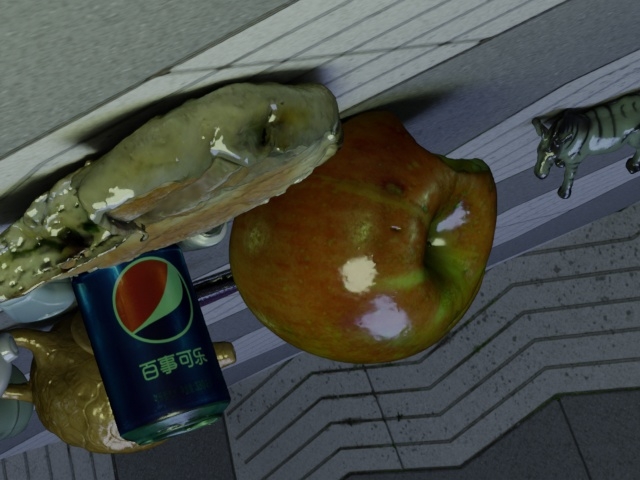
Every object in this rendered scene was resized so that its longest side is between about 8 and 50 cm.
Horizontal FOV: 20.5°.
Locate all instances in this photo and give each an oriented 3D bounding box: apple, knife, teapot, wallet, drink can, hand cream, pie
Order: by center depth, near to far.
[{"bbox_3d":[-0.128,-0.039,1.409,0.337,0.075,0.337,-26,176,-2],"label":"pie"},{"bbox_3d":[-0.290,0.033,1.651,0.080,0.044,0.331,-21,170,2],"label":"knife"},{"bbox_3d":[0.033,-0.009,1.662,0.226,0.246,0.246,11,-166,36],"label":"apple"},{"bbox_3d":[-0.170,0.092,1.743,0.118,0.205,0.118,-20,171,-3],"label":"drink can"},{"bbox_3d":[-0.125,-0.006,1.799,0.067,0.042,0.194,-21,177,-12],"label":"hand cream"},{"bbox_3d":[-0.256,0.141,2.119,0.311,0.167,0.203,4,-148,-11],"label":"teapot"},{"bbox_3d":[-0.166,0.077,2.356,0.166,0.030,0.111,-21,172,-9],"label":"wallet"}]

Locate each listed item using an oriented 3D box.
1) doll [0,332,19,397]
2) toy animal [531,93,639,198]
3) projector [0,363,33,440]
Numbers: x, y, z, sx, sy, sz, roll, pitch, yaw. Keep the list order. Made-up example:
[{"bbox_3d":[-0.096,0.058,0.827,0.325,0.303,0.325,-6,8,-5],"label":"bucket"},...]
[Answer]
[{"bbox_3d":[-0.364,0.121,1.677,0.151,0.151,0.287,-21,176,3],"label":"doll"},{"bbox_3d":[0.333,-0.128,2.116,0.217,0.073,0.176,-24,159,-11],"label":"toy animal"},{"bbox_3d":[-0.496,0.222,2.170,0.108,0.108,0.337,-25,172,29],"label":"projector"}]
